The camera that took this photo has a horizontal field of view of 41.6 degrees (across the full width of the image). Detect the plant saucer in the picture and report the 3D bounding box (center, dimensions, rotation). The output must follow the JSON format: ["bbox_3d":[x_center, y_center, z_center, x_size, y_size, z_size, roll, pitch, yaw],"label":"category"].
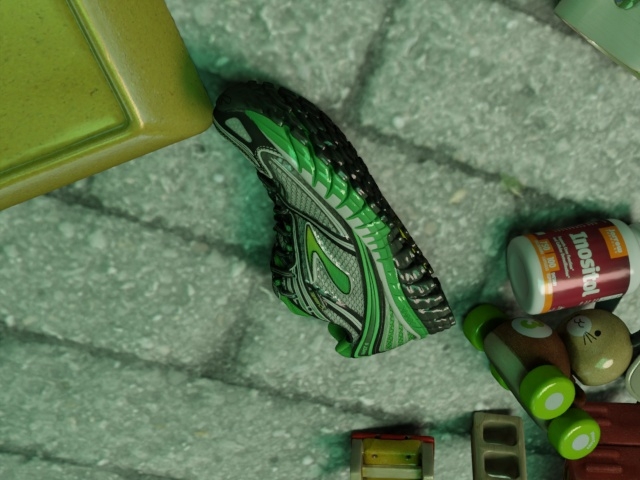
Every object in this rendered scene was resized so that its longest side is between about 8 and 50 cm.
[{"bbox_3d":[-0.293,-0.158,0.669,0.333,0.081,0.332,-21,122,2],"label":"plant saucer"}]

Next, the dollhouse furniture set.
[{"bbox_3d":[0.227,0.313,1.054,0.374,0.152,0.201,2,123,7],"label":"dollhouse furniture set"}]

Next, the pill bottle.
[{"bbox_3d":[0.284,0.024,0.898,0.152,0.086,0.086,-12,123,-5],"label":"pill bottle"}]

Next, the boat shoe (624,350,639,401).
[{"bbox_3d":[0.448,0.111,1.015,0.206,0.075,0.065,-49,161,13],"label":"boat shoe"}]

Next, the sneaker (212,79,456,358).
[{"bbox_3d":[0.000,0.000,0.795,0.146,0.134,0.343,-30,123,8],"label":"sneaker"}]

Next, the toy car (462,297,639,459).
[{"bbox_3d":[0.283,0.110,0.920,0.188,0.155,0.149,-37,122,0],"label":"toy car"}]

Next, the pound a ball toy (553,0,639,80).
[{"bbox_3d":[0.319,-0.290,0.663,0.319,0.136,0.208,-53,151,20],"label":"pound a ball toy"}]
